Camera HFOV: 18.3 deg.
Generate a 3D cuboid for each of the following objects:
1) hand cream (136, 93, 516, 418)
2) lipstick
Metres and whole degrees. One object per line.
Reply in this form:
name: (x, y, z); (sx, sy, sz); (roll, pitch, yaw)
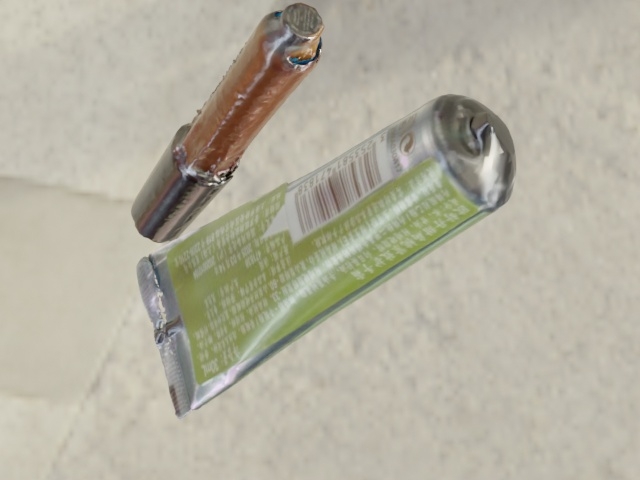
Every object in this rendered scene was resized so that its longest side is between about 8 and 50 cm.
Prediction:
hand cream: (0.000, 0.000, 0.926); (0.235, 0.086, 0.055); (-32, 154, 36)
lipstick: (-0.097, -0.114, 2.022); (0.077, 0.077, 0.418); (13, 149, -20)
